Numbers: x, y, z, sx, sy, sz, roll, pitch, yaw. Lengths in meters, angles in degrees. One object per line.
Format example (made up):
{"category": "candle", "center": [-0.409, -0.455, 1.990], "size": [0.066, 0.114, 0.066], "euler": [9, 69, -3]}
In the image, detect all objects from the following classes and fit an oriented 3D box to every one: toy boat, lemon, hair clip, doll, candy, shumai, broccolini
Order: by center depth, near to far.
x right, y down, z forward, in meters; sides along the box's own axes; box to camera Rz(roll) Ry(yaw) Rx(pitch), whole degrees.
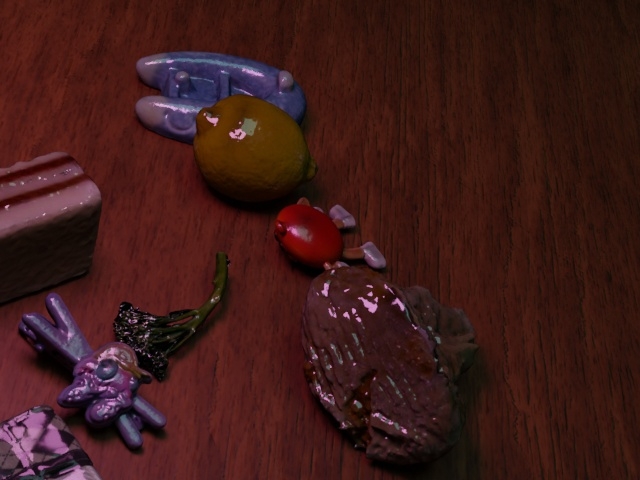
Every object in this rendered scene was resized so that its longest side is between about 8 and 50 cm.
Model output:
{"category": "hair clip", "center": [-0.346, 0.187, 1.883], "size": [0.278, 0.090, 0.137], "euler": [40, 53, 16]}
{"category": "candy", "center": [-0.491, -0.005, 1.944], "size": [0.321, 0.179, 0.135], "euler": [-19, 56, -38]}
{"category": "broccolini", "center": [-0.234, 0.097, 2.046], "size": [0.123, 0.062, 0.271], "euler": [40, 48, -5]}
{"category": "shumai", "center": [0.121, 0.191, 2.083], "size": [0.346, 0.217, 0.283], "euler": [51, 16, 12]}
{"category": "doll", "center": [0.000, 0.000, 2.243], "size": [0.217, 0.085, 0.183], "euler": [-1, 47, -49]}
{"category": "lemon", "center": [-0.119, -0.157, 2.272], "size": [0.248, 0.184, 0.184], "euler": [26, 39, -24]}
{"category": "toy boat", "center": [-0.181, -0.279, 2.408], "size": [0.330, 0.123, 0.215], "euler": [10, 43, -14]}

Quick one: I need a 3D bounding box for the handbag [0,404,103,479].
{"category": "handbag", "center": [-0.283, 0.447, 1.497], "size": [0.180, 0.316, 0.416], "euler": [-22, 55, -31]}
